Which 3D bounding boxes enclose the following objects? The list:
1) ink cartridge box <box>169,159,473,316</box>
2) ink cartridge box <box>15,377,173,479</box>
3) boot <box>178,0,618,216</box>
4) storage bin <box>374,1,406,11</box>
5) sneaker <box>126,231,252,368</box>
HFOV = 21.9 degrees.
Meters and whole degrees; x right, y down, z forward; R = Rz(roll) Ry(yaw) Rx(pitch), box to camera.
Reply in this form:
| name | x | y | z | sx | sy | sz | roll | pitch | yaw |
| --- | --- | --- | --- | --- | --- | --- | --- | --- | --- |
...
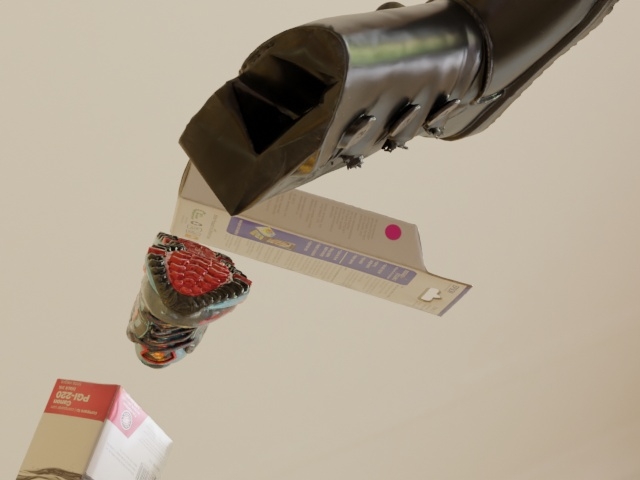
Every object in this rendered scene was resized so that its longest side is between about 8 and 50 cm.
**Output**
| name | x | y | z | sx | sy | sz | roll | pitch | yaw |
| --- | --- | --- | --- | --- | --- | --- | --- | --- | --- |
| ink cartridge box | 0.000 | 0.000 | 2.046 | 0.176 | 0.370 | 0.069 | 121 | 168 | -73 |
| ink cartridge box | -0.265 | 0.287 | 1.853 | 0.158 | 0.092 | 0.218 | 58 | -138 | -51 |
| boot | 0.102 | -0.210 | 1.583 | 0.445 | 0.146 | 0.367 | -16 | -35 | -53 |
| storage bin | 0.084 | -0.189 | 1.904 | 0.135 | 0.098 | 0.091 | -55 | -20 | -8 |
| sneaker | -0.133 | 0.072 | 1.602 | 0.104 | 0.262 | 0.125 | 18 | -86 | -4 |
